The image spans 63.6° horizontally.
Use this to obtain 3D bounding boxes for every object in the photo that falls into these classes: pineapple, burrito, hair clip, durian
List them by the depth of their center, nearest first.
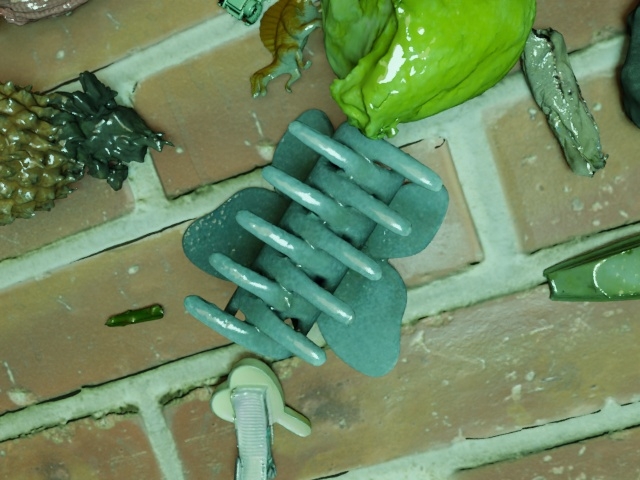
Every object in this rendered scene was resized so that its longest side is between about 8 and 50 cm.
[{"bbox_3d":[0.128,-0.268,0.609,0.340,0.204,0.255,-23,51,-22],"label":"durian"},{"bbox_3d":[0.000,0.000,0.690,0.392,0.238,0.318,34,97,4],"label":"hair clip"},{"bbox_3d":[0.333,-0.196,0.710,0.063,0.058,0.229,-25,90,15],"label":"burrito"},{"bbox_3d":[-0.404,-0.148,0.759,0.358,0.223,0.222,-14,94,-9],"label":"pineapple"},{"bbox_3d":[-0.095,0.288,0.816,0.159,0.071,0.218,-2,102,3],"label":"hair clip"}]

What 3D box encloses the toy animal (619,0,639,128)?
[{"bbox_3d":[0.464,-0.264,0.669,0.137,0.082,0.269,-3,96,8],"label":"toy animal"}]

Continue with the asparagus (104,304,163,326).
[{"bbox_3d":[-0.306,0.126,0.852,0.108,0.021,0.025,-13,90,10],"label":"asparagus"}]

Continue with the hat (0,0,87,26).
[{"bbox_3d":[-0.455,-0.411,0.771,0.237,0.107,0.286,36,76,4],"label":"hat"}]

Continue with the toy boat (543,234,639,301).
[{"bbox_3d":[0.469,0.033,0.714,0.293,0.055,0.093,-15,91,9],"label":"toy boat"}]

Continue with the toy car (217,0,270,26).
[{"bbox_3d":[-0.090,-0.389,0.751,0.073,0.054,0.143,34,98,5],"label":"toy car"}]

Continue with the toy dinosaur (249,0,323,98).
[{"bbox_3d":[-0.040,-0.320,0.761,0.142,0.057,0.212,-3,84,28],"label":"toy dinosaur"}]
